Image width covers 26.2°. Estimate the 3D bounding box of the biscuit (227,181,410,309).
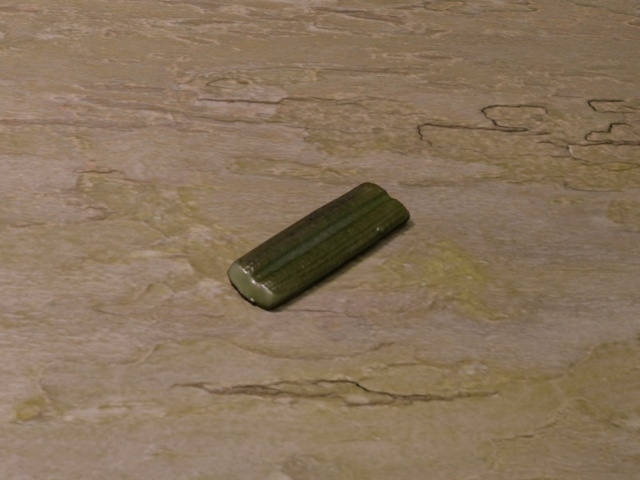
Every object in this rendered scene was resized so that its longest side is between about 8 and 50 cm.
[{"bbox_3d":[0.000,0.000,1.913,0.099,0.038,0.322,37,44,22],"label":"biscuit"}]
